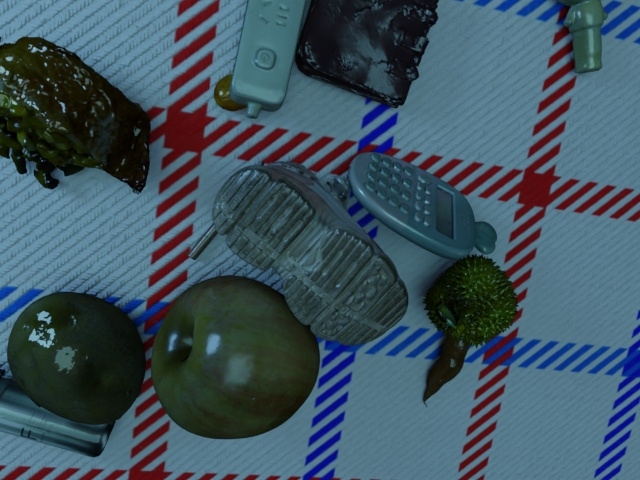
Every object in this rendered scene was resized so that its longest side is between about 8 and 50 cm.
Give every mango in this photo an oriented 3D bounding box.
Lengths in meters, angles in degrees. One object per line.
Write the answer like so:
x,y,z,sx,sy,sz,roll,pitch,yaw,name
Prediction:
-0.133,-0.249,0.804,0.089,0.046,0.060,-34,99,-4,mango

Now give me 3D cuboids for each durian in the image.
0.273,0.108,0.860,0.146,0.198,0.159,40,85,-4,durian

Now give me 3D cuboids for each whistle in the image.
0.470,-0.432,0.863,0.126,0.067,0.258,-12,104,-6,whistle

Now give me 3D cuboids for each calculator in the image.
0.177,-0.056,0.836,0.295,0.184,0.042,27,132,-10,calculator

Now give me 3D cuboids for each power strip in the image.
-0.067,-0.379,0.759,0.091,0.062,0.386,12,90,-14,power strip

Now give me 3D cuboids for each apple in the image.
-0.133,0.188,0.792,0.233,0.256,0.257,21,97,-42,apple

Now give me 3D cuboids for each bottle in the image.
-0.481,0.290,0.828,0.253,0.079,0.096,23,91,-13,bottle

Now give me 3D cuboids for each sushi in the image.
-0.390,-0.177,0.726,0.296,0.166,0.179,34,73,-22,sushi

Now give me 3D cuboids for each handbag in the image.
0.080,-0.349,0.809,0.216,0.074,0.203,16,98,-14,handbag

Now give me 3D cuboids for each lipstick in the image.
-0.197,-0.007,0.852,0.019,0.019,0.094,40,93,-14,lipstick

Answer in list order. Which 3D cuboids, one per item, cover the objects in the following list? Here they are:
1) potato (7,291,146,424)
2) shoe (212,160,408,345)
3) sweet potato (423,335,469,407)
-0.386,0.191,0.788,0.177,0.160,0.235,-18,103,7,potato
0.003,-0.001,0.788,0.171,0.198,0.351,-37,106,19,shoe
0.248,0.248,0.959,0.056,0.056,0.195,23,102,-13,sweet potato
